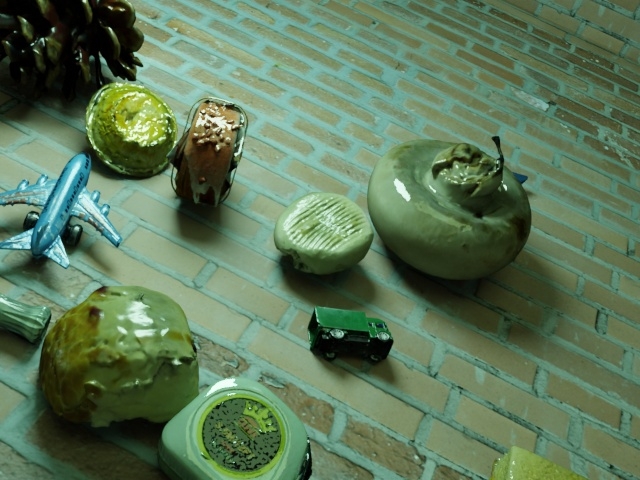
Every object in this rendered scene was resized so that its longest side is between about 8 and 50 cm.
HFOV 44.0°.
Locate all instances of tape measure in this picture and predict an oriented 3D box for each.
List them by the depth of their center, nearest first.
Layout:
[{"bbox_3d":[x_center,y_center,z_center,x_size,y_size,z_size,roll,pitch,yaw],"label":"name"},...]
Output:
[{"bbox_3d":[-0.106,0.329,1.185,0.235,0.115,0.207,39,49,15],"label":"tape measure"}]

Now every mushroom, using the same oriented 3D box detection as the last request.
[{"bbox_3d":[0.282,-0.095,1.678,0.362,0.294,0.362,12,43,-11],"label":"mushroom"}]

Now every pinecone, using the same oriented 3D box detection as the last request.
[{"bbox_3d":[-0.580,-0.448,1.680,0.385,0.384,0.384,13,41,-11],"label":"pinecone"}]

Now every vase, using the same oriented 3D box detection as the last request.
[{"bbox_3d":[-0.510,0.112,1.269,0.149,0.081,0.081,21,40,-5],"label":"vase"}]

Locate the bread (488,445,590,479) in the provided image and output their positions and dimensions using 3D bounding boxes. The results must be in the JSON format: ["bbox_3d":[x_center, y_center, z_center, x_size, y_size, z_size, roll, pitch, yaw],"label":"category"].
[{"bbox_3d":[0.395,0.467,1.255,0.275,0.114,0.184,27,37,4],"label":"bread"}]

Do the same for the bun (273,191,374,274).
[{"bbox_3d":[0.000,0.000,1.585,0.193,0.128,0.178,-33,63,-32],"label":"bun"}]

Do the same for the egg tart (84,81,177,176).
[{"bbox_3d":[-0.387,-0.240,1.650,0.213,0.090,0.212,10,68,-27],"label":"egg tart"}]

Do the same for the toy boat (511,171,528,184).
[{"bbox_3d":[0.419,-0.151,1.995,0.229,0.046,0.080,1,43,-23],"label":"toy boat"}]

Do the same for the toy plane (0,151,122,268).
[{"bbox_3d":[-0.475,-0.062,1.452,0.254,0.105,0.271,17,39,-7],"label":"toy plane"}]

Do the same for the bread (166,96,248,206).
[{"bbox_3d":[-0.231,-0.175,1.593,0.142,0.224,0.212,16,19,-7],"label":"bread"}]

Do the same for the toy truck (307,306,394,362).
[{"bbox_3d":[0.056,0.176,1.457,0.147,0.065,0.079,8,39,-14],"label":"toy truck"}]

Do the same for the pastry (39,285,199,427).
[{"bbox_3d":[-0.307,0.158,1.230,0.237,0.170,0.256,2,37,-24],"label":"pastry"}]
